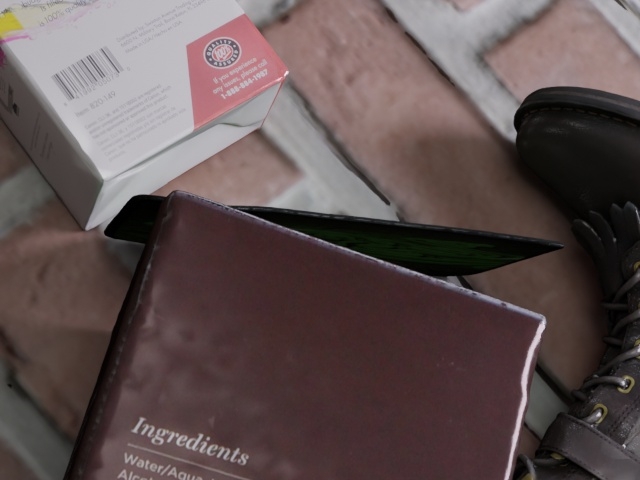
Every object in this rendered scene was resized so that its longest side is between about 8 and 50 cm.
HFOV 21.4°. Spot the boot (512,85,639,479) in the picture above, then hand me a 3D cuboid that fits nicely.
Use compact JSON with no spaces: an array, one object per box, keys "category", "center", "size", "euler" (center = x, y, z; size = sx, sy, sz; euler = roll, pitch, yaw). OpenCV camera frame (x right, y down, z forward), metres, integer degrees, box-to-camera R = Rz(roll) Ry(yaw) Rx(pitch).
[{"category":"boot","center":[0.143,0.071,0.820],"size":[0.263,0.091,0.229],"euler":[41,72,12]}]

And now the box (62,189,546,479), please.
[{"category":"box","center":[-0.027,0.122,0.705],"size":[0.167,0.168,0.203],"euler":[19,65,-6]}]

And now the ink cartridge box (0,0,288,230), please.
[{"category":"ink cartridge box","center":[-0.123,-0.120,0.839],"size":[0.115,0.067,0.198],"euler":[-32,80,-24]}]

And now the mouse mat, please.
[{"category":"mouse mat","center":[0.000,0.000,0.775],"size":[0.190,0.152,0.007],"euler":[5,83,-12]}]
